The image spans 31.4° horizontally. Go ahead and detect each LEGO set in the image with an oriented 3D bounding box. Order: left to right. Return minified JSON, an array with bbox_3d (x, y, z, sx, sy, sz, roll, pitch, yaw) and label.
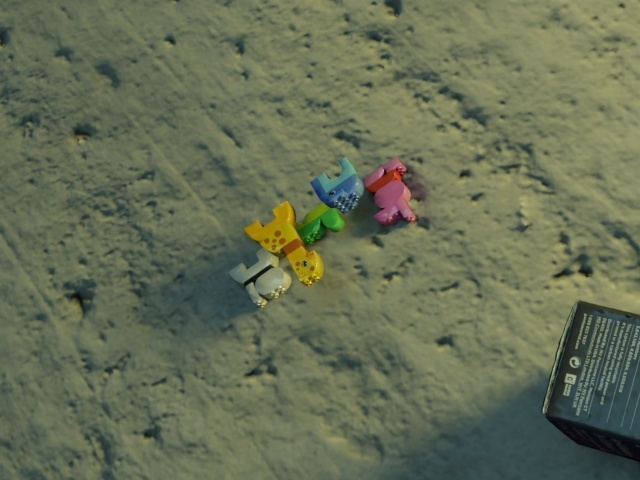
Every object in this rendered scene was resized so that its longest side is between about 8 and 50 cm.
[{"bbox_3d":[0.000,0.000,1.209,0.227,0.087,0.093,-35,61,10],"label":"LEGO set"}]

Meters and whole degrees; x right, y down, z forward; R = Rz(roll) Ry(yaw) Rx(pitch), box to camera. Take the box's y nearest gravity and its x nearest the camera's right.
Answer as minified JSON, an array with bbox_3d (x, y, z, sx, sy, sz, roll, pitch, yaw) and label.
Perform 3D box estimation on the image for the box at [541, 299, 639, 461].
[{"bbox_3d":[0.316,0.141,0.977,0.207,0.153,0.108,13,78,28],"label":"box"}]
